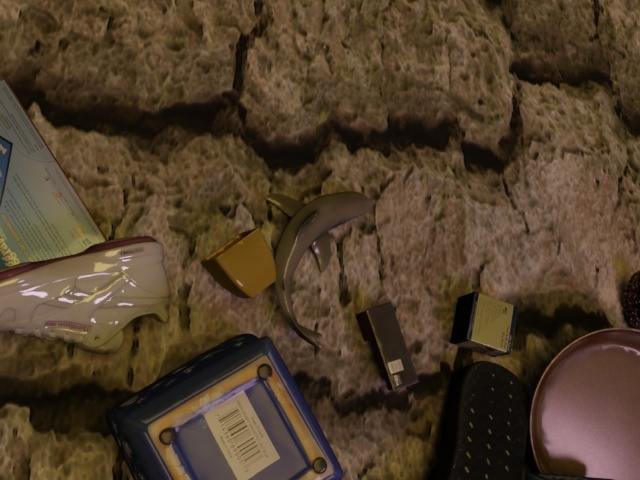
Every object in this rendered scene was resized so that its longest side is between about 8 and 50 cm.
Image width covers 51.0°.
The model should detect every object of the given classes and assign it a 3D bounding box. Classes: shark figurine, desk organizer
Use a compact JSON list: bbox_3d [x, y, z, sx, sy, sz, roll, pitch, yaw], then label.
[{"bbox_3d":[-0.023,0.013,1.016,0.166,0.116,0.278,25,67,-10],"label":"shark figurine"},{"bbox_3d":[0.102,0.167,1.047,0.047,0.050,0.130,-15,80,-22],"label":"desk organizer"}]

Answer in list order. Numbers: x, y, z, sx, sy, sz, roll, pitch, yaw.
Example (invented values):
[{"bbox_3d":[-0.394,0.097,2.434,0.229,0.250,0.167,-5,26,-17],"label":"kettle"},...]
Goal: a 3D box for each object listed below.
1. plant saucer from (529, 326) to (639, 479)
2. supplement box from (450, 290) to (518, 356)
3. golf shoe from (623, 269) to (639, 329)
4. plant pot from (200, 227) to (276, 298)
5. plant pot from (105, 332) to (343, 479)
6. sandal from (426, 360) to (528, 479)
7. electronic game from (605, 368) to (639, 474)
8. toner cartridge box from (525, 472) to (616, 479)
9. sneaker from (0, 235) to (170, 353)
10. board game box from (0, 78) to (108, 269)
[{"bbox_3d":[0.480,0.296,1.093,0.311,0.050,0.310,0,86,-6],"label":"plant saucer"},{"bbox_3d":[0.271,0.139,1.109,0.083,0.056,0.083,19,70,-13],"label":"supplement box"},{"bbox_3d":[0.608,0.144,1.222,0.086,0.067,0.186,-6,87,-27],"label":"golf shoe"},{"bbox_3d":[-0.113,0.040,0.996,0.081,0.081,0.083,-38,102,-24],"label":"plant pot"},{"bbox_3d":[-0.120,0.261,0.857,0.236,0.212,0.236,-28,86,-22],"label":"plant pot"},{"bbox_3d":[0.214,0.397,1.006,0.168,0.107,0.445,32,55,-7],"label":"sandal"},{"bbox_3d":[0.569,0.306,1.151,0.229,0.048,0.229,0,86,-7],"label":"electronic game"},{"bbox_3d":[0.373,0.532,0.989,0.165,0.075,0.347,9,84,-17],"label":"toner cartridge box"},{"bbox_3d":[-0.337,0.093,0.871,0.305,0.114,0.152,-15,97,-27],"label":"sneaker"},{"bbox_3d":[-0.438,-0.079,0.943,0.145,0.027,0.281,-32,87,-24],"label":"board game box"}]
